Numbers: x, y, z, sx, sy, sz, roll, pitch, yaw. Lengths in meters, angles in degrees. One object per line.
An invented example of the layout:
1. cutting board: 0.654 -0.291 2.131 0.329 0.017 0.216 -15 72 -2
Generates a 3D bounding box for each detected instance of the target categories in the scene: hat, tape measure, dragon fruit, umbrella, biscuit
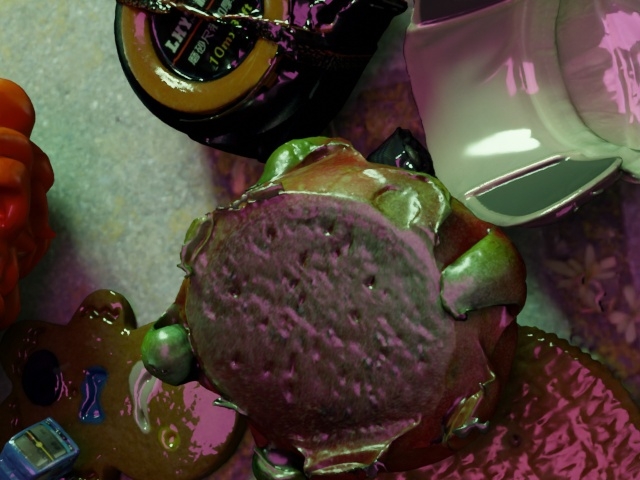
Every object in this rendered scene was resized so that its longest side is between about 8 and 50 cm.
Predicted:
1. hat: 0.186 -0.125 1.401 0.275 0.161 0.232 -22 75 30
2. tape measure: -0.058 -0.174 1.521 0.223 0.135 0.202 40 110 24
3. dragon fruit: 0.015 0.059 1.404 0.295 0.130 0.268 -3 97 21
4. umbrella: 0.001 0.002 1.512 0.224 0.080 0.071 -35 107 19
5. biscuit: 0.122 0.210 1.447 0.305 0.038 0.305 -3 83 23
6. biscuit: -0.170 0.131 1.583 0.236 0.039 0.179 2 83 21

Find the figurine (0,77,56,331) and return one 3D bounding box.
1. figurine: -0.355 0.054 1.512 0.241 0.411 0.306 14 134 -2

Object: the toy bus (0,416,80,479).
1. toy bus: -0.250 0.215 1.569 0.051 0.061 0.153 43 129 18
